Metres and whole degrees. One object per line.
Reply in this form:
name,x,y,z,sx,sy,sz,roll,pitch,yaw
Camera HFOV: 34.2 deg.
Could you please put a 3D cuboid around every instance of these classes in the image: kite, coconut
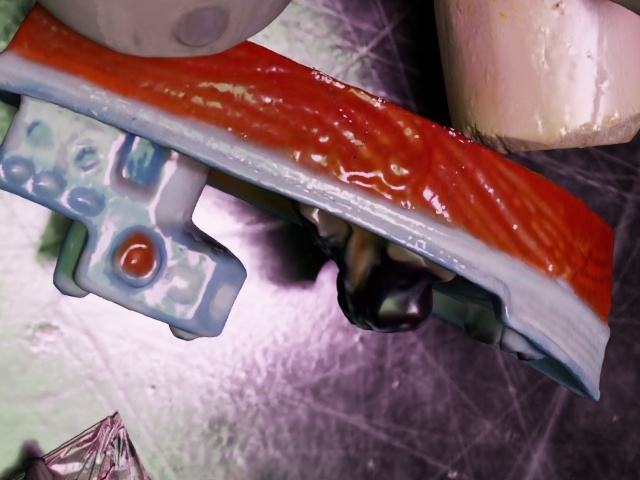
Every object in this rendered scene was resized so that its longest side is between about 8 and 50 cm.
kite,-0.130,0.164,0.544,0.139,0.011,0.157,21,87,-17
coconut,0.118,-0.110,0.551,0.116,0.116,0.122,-8,100,-18

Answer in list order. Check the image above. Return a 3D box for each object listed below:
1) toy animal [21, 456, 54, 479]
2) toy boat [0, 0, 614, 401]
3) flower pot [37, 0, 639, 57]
toy animal,-0.227,0.112,0.473,0.176,0.073,0.217,-22,108,-2
toy boat,0.000,0.000,0.501,0.331,0.145,0.133,22,87,-13
flower pot,0.042,-0.213,0.445,0.367,0.165,0.254,-10,59,-17
